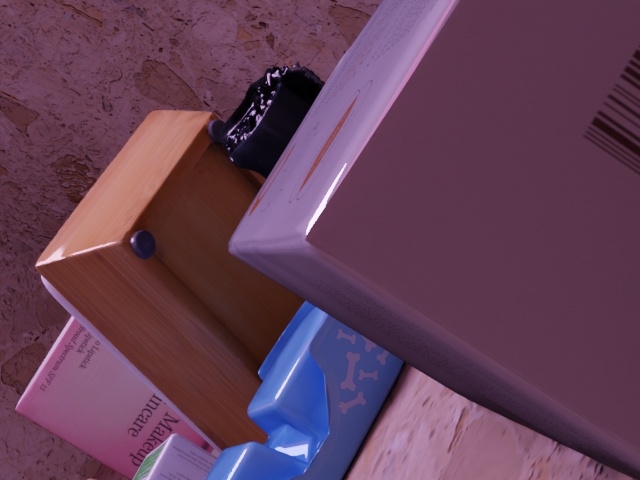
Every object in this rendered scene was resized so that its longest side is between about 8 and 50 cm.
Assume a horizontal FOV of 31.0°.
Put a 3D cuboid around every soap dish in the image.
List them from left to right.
[{"bbox_3d":[-0.089,0.041,1.055,0.118,0.291,0.229,-24,26,40],"label":"soap dish"}]

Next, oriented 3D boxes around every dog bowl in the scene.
[{"bbox_3d":[-0.028,0.156,0.868,0.297,0.074,0.166,-60,7,-19],"label":"dog bowl"}]

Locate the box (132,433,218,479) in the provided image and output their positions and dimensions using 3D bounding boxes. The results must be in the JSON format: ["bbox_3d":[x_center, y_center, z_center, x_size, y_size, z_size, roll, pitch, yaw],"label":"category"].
[{"bbox_3d":[-0.121,0.240,1.023,0.087,0.102,0.101,-63,10,-29],"label":"box"}]

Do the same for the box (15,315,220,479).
[{"bbox_3d":[-0.170,0.157,1.204,0.148,0.232,0.127,-54,7,22],"label":"box"}]

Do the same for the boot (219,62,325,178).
[{"bbox_3d":[0.024,-0.061,0.945,0.094,0.207,0.246,-57,6,4],"label":"boot"}]

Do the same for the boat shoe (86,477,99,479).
[{"bbox_3d":[-0.215,0.375,1.112,0.098,0.096,0.277,178,104,-88],"label":"boat shoe"}]

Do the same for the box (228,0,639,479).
[{"bbox_3d":[0.093,-0.042,0.503,0.215,0.168,0.345,-58,7,-4],"label":"box"}]
